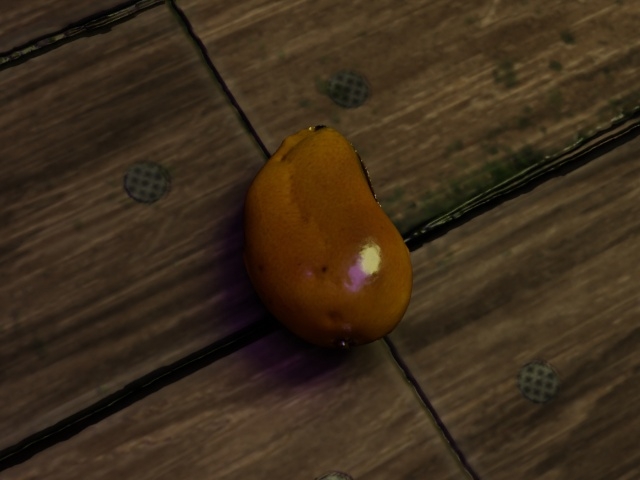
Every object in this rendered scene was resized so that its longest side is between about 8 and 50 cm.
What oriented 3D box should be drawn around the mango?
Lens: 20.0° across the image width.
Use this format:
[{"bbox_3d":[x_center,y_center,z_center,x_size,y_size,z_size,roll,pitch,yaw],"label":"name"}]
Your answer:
[{"bbox_3d":[0.001,0.003,1.200,0.105,0.084,0.159,-17,50,-2],"label":"mango"}]
